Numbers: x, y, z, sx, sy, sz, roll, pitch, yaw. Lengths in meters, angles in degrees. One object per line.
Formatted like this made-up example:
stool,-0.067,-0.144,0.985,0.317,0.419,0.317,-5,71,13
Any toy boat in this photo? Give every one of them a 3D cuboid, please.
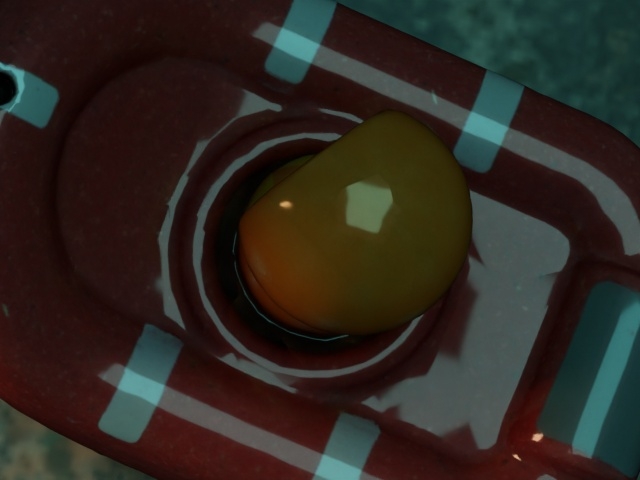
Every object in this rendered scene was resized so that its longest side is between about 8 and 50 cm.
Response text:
toy boat,0.000,0.000,0.546,0.231,0.151,0.151,23,78,-4
